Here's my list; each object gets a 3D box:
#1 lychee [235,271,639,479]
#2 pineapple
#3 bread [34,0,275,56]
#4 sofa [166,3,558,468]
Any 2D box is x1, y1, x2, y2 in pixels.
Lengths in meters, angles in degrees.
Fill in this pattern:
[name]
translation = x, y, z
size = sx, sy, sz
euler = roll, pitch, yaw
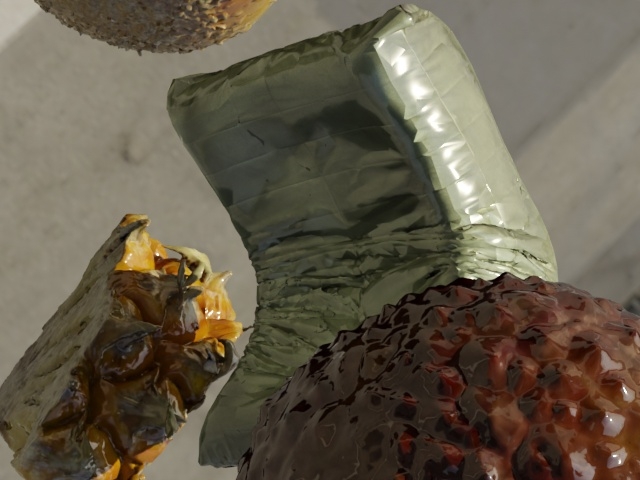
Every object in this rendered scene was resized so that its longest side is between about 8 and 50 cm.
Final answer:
[lychee]
translation = 0.083, 0.149, 0.829
size = 0.260, 0.260, 0.260
euler = -31, 150, -21
[pineapple]
translation = -0.151, 0.097, 1.213
size = 0.186, 0.114, 0.236
euler = -33, -160, 47
[bread]
translation = -0.159, -0.276, 1.366
size = 0.159, 0.305, 0.305
euler = -48, 160, -39
[sofa]
translation = 0.000, 0.000, 1.044
size = 0.210, 0.225, 0.176
euler = -9, -159, 46
